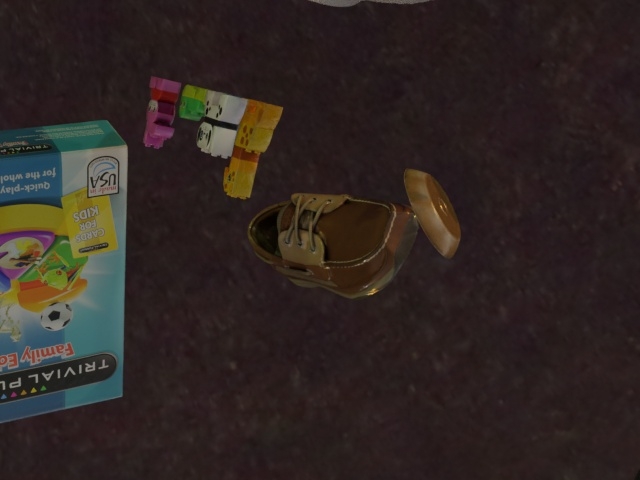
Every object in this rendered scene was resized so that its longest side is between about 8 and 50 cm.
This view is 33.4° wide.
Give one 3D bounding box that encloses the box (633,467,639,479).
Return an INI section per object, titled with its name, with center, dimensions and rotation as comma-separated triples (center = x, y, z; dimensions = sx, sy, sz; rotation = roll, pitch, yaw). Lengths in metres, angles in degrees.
[box]
center = 0.298, 0.283, 0.759
dimensions = 0.073, 0.293, 0.296
rotation = 38, 72, -15

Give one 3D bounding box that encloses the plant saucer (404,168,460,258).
[plant saucer]
center = 0.096, -0.026, 0.888
dimensions = 0.015, 0.083, 0.083
rotation = -27, 134, 20

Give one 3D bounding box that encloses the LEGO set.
[LEGO set]
center = -0.099, -0.094, 1.017
dimensions = 0.087, 0.227, 0.093
rotation = 10, 97, -26

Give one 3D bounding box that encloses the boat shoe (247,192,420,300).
[boat shoe]
center = 0.000, 0.000, 1.320
dimensions = 0.119, 0.324, 0.123
rotation = 26, 74, -22

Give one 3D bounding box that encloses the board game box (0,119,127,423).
[board game box]
center = -0.347, 0.046, 1.181
dimensions = 0.253, 0.079, 0.336
rotation = -10, 122, -27

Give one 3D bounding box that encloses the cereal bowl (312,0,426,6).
[cereal bowl]
center = -0.007, -0.305, 0.920
dimensions = 0.339, 0.339, 0.141
rotation = 12, 123, -31
